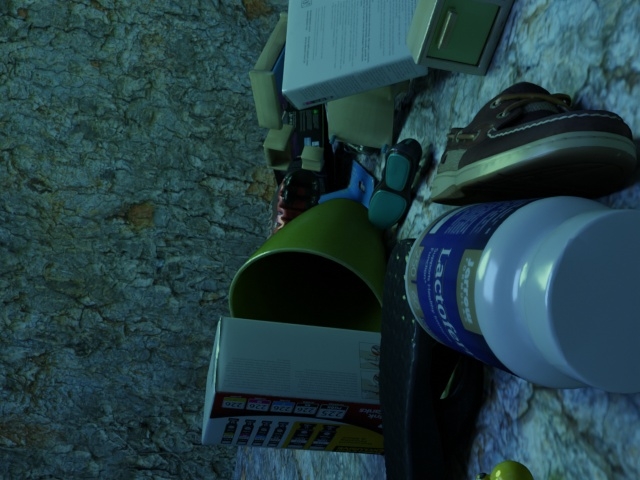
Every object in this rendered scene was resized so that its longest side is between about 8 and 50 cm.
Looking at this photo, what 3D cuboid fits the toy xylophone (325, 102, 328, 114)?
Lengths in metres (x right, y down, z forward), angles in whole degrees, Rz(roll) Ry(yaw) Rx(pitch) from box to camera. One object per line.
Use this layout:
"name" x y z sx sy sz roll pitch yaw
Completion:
"toy xylophone" 0.070 -0.434 1.648 0.323 0.081 0.236 113 161 -54

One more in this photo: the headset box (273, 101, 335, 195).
"headset box" -0.040 -0.210 1.746 0.283 0.131 0.246 78 -171 -54

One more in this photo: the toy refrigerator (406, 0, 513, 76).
"toy refrigerator" 0.202 -0.356 0.870 0.094 0.102 0.269 -97 18 -51

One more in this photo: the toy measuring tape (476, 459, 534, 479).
"toy measuring tape" 0.148 0.370 0.640 0.121 0.121 0.330 -165 82 -79

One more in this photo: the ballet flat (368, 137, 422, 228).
"ballet flat" 0.133 -0.100 1.174 0.203 0.074 0.074 102 170 -53

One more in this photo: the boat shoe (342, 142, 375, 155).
"boat shoe" 0.074 -0.228 1.506 0.219 0.078 0.070 -129 49 -73

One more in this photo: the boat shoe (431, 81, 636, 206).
"boat shoe" 0.198 -0.103 0.694 0.342 0.123 0.123 166 110 -85

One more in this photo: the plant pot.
"plant pot" 0.011 0.050 1.247 0.293 0.275 0.275 -66 -7 -54

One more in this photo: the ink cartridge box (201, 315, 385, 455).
"ink cartridge box" -0.027 0.257 1.098 0.272 0.309 0.130 110 163 -51

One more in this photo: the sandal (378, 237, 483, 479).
"sandal" 0.142 0.208 0.869 0.167 0.107 0.446 -128 34 -73

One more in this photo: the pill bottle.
"pill bottle" 0.182 0.039 0.579 0.264 0.153 0.153 180 97 -79

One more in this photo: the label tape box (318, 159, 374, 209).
"label tape box" 0.021 0.001 1.538 0.249 0.115 0.348 -117 34 -71

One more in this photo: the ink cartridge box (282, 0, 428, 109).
"ink cartridge box" 0.097 -0.404 1.141 0.071 0.330 0.324 40 -132 -54

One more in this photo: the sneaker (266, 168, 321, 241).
"sneaker" -0.072 -0.018 1.490 0.135 0.097 0.276 -174 98 -77

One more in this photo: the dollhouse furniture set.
"dollhouse furniture set" 0.047 -0.286 1.359 0.286 0.303 0.198 83 -158 -52
